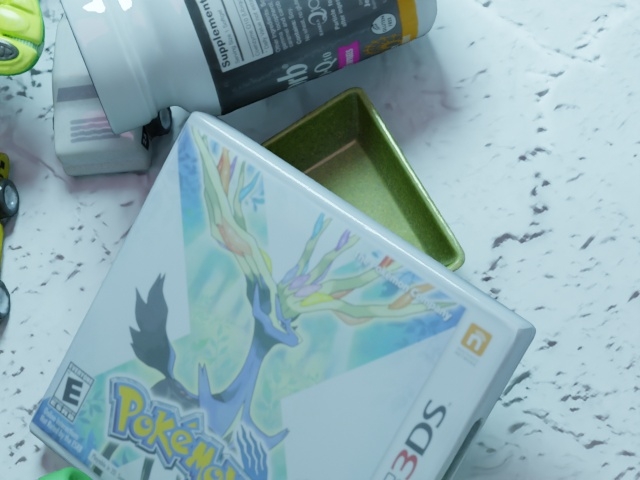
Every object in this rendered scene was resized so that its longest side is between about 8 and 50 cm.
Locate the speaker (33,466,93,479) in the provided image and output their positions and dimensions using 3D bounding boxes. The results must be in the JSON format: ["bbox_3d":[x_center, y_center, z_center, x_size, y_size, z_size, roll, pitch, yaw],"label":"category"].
[{"bbox_3d":[-0.280,0.299,1.328,0.297,0.131,0.131,-35,63,5],"label":"speaker"}]

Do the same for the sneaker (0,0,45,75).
[{"bbox_3d":[-0.334,-0.209,1.546,0.296,0.123,0.109,24,81,37],"label":"sneaker"}]

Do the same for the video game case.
[{"bbox_3d":[-0.042,0.108,1.327,0.329,0.036,0.300,34,102,27],"label":"video game case"}]

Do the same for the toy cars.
[{"bbox_3d":[-0.255,-0.077,1.494,0.176,0.087,0.393,38,84,26],"label":"toy cars"}]

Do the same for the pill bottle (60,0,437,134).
[{"bbox_3d":[-0.060,-0.194,1.405,0.279,0.162,0.162,-22,64,-5],"label":"pill bottle"}]

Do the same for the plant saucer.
[{"bbox_3d":[0.000,0.000,1.402,0.188,0.045,0.188,-32,63,5],"label":"plant saucer"}]
